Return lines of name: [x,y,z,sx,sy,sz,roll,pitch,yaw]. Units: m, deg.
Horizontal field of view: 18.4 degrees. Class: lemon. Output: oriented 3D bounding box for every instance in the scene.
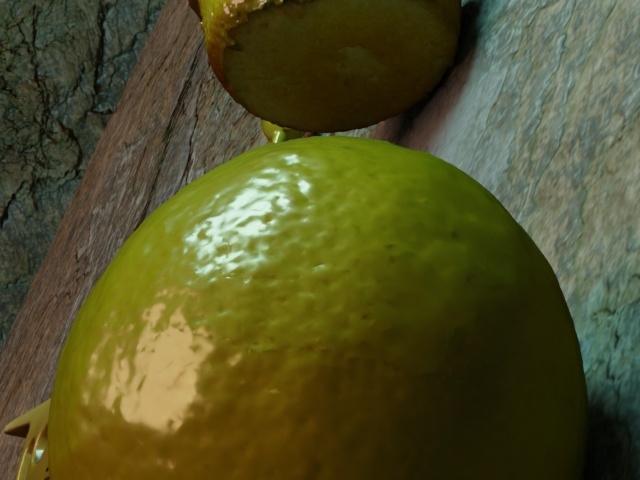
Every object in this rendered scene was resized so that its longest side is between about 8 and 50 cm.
lemon: [0.002,0.104,1.200,0.348,0.348,0.348,-58,17,28]

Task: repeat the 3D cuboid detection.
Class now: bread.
bread: [0.011,-0.210,1.825,0.268,0.268,0.145,-50,33,45]

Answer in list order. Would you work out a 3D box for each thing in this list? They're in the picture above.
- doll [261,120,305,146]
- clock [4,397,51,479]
doll: [-0.030,-0.171,2.202,0.145,0.096,0.188,-147,72,-81]
clock: [-0.183,0.242,1.762,0.317,0.200,0.244,134,142,-68]
